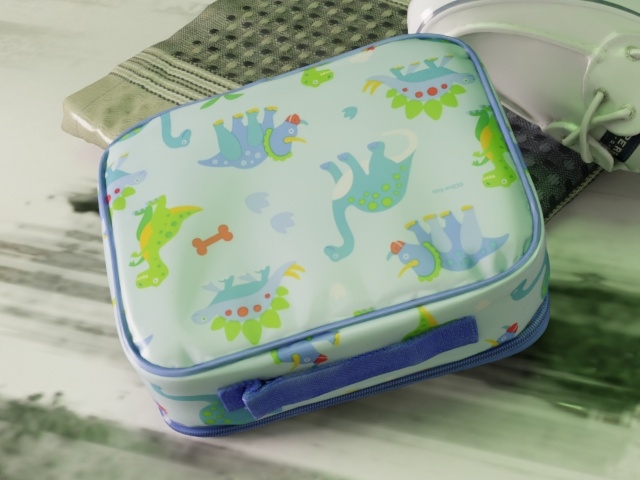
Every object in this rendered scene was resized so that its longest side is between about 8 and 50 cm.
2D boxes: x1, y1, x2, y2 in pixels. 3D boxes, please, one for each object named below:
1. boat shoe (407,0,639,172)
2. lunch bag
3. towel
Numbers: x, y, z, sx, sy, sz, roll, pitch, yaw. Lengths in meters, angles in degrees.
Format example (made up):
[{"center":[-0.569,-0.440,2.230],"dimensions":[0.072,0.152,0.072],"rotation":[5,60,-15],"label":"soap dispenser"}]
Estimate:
[{"center":[0.172,-0.082,0.776],"dimensions":[0.258,0.095,0.084],"rotation":[12,54,-10],"label":"boat shoe"},{"center":[0.000,0.000,0.714],"dimensions":[0.219,0.090,0.176],"rotation":[-18,54,2],"label":"lunch bag"},{"center":[0.043,-0.097,0.913],"dimensions":[0.324,0.056,0.312],"rotation":[27,51,33],"label":"towel"}]
